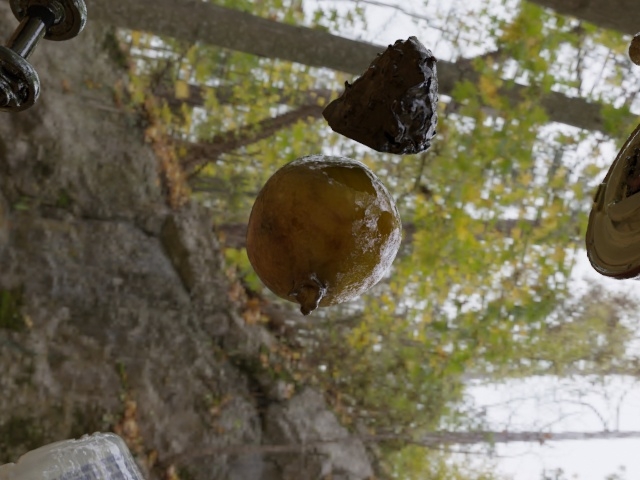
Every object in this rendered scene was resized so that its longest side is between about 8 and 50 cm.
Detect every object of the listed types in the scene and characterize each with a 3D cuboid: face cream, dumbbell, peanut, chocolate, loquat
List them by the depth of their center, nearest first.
[{"bbox_3d":[-0.232,0.233,0.743,0.206,0.206,0.111,-39,-105,52],"label":"face cream"},{"bbox_3d":[0.303,-0.174,0.861,0.083,0.037,0.037,-93,-162,-78],"label":"peanut"},{"bbox_3d":[-0.287,-0.193,0.924,0.081,0.082,0.254,-46,-158,47],"label":"dumbbell"},{"bbox_3d":[0.098,-0.204,1.247,0.156,0.156,0.133,-119,-142,-50],"label":"chocolate"},{"bbox_3d":[0.000,0.000,1.270,0.213,0.213,0.246,-54,-164,40],"label":"loquat"}]

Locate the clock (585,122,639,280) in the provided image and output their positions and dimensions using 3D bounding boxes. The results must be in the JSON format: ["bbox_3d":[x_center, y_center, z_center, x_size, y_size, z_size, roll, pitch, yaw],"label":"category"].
[{"bbox_3d":[0.460,-0.090,1.282,0.318,0.080,0.318,-59,-172,13],"label":"clock"}]
